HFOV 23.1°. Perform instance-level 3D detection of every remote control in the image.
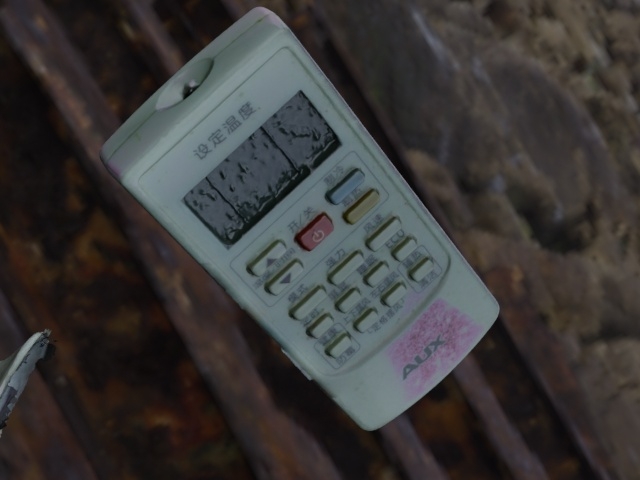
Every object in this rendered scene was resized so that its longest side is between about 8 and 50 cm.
[{"bbox_3d":[0.000,0.000,1.061,0.344,0.145,0.050,48,-2,-43],"label":"remote control"}]

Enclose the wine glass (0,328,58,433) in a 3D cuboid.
[{"bbox_3d":[-0.386,0.067,1.295,0.321,0.143,0.143,29,17,2],"label":"wine glass"}]
